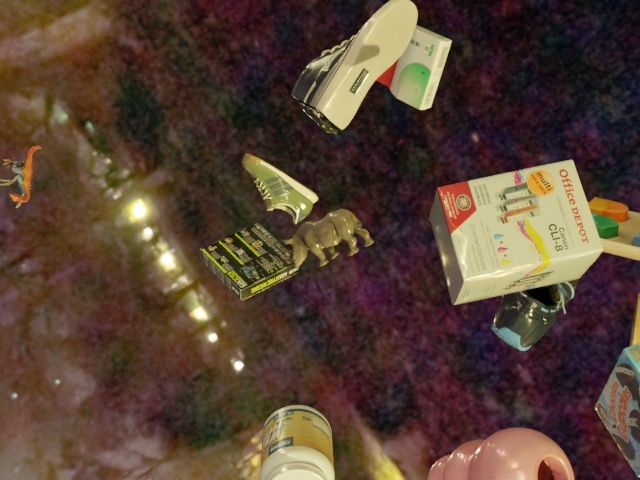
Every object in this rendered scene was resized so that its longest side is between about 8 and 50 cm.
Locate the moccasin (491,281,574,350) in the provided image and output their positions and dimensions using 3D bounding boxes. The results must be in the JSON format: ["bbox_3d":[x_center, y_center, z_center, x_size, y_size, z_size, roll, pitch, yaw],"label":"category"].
[{"bbox_3d":[0.435,0.116,1.627,0.137,0.117,0.342,31,-157,7],"label":"moccasin"}]

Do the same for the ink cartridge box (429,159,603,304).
[{"bbox_3d":[0.243,-0.008,1.043,0.127,0.176,0.128,83,174,-71],"label":"ink cartridge box"}]

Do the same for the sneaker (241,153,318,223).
[{"bbox_3d":[-0.104,-0.108,1.823,0.192,0.086,0.064,32,170,-9],"label":"sneaker"}]

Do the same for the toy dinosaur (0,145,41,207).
[{"bbox_3d":[-0.447,-0.094,1.226,0.082,0.090,0.047,46,-171,36],"label":"toy dinosaur"}]

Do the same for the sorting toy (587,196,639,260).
[{"bbox_3d":[0.441,-0.017,1.158,0.193,0.208,0.038,16,111,28],"label":"sorting toy"}]

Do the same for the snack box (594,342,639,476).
[{"bbox_3d":[0.700,0.374,1.791,0.322,0.060,0.187,81,167,-56],"label":"snack box"}]

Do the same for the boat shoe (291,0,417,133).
[{"bbox_3d":[0.065,-0.417,1.858,0.127,0.341,0.158,35,-177,-47],"label":"boat shoe"}]

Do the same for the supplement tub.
[{"bbox_3d":[-0.046,0.435,1.617,0.200,0.144,0.144,-95,-21,-67],"label":"supplement tub"}]

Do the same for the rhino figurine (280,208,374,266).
[{"bbox_3d":[0.000,0.000,1.917,0.073,0.243,0.106,-38,-76,-55],"label":"rhino figurine"}]

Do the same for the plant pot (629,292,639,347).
[{"bbox_3d":[0.833,0.257,2.155,0.032,0.236,0.236,9,147,19],"label":"plant pot"}]

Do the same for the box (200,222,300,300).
[{"bbox_3d":[-0.176,0.049,2.064,0.190,0.184,0.045,40,145,35],"label":"box"}]

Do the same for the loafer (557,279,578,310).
[{"bbox_3d":[0.678,0.084,2.319,0.102,0.269,0.092,34,177,-41],"label":"loafer"}]

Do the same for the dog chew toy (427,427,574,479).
[{"bbox_3d":[0.344,0.490,1.654,0.331,0.206,0.207,-28,94,52],"label":"dog chew toy"}]

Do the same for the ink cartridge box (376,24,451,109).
[{"bbox_3d":[0.210,-0.458,2.086,0.224,0.056,0.181,33,122,32],"label":"ink cartridge box"}]
